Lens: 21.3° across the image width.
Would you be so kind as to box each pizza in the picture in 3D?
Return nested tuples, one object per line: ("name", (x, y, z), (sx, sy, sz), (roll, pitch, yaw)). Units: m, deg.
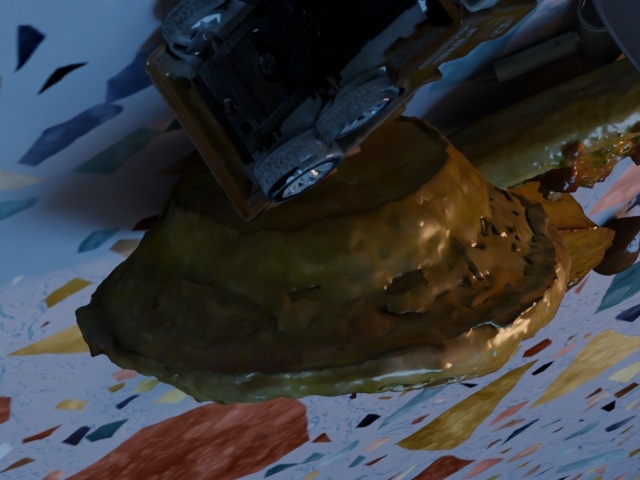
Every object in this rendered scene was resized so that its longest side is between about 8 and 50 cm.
("pizza", (0.237, -0.096, 1.347), (0.335, 0.086, 0.226), (-23, 177, 10))

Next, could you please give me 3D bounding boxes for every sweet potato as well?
("sweet potato", (0.324, -0.002, 1.786), (0.049, 0.049, 0.117), (-17, 159, -29))

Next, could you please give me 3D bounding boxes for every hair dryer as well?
("hair dryer", (0.173, -0.147, 1.300), (0.124, 0.038, 0.063), (-21, 157, 0))

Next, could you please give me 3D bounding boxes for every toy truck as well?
("toy truck", (0.066, -0.163, 0.992), (0.338, 0.133, 0.184), (-40, 168, 34))

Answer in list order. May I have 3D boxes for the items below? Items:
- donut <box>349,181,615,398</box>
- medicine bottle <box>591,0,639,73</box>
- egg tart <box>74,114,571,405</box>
("donut", (0.112, 0.026, 1.500), (0.278, 0.108, 0.277), (-25, 159, -10))
("medicine bottle", (0.337, -0.213, 1.006), (0.340, 0.208, 0.208), (-44, 159, -2))
("egg tart", (0.004, 0.000, 1.149), (0.341, 0.341, 0.129), (-18, 119, -26))
